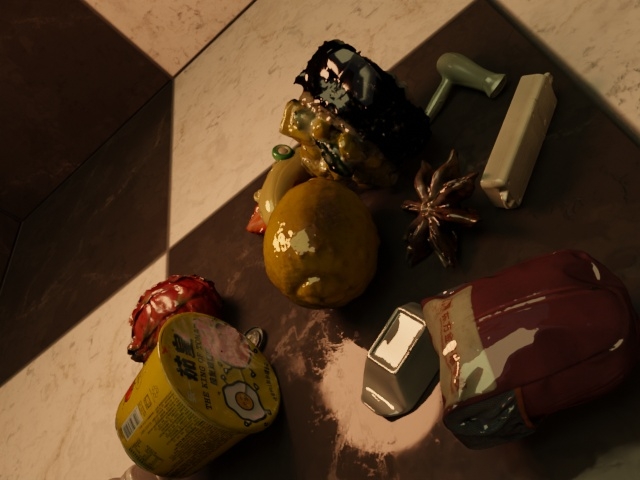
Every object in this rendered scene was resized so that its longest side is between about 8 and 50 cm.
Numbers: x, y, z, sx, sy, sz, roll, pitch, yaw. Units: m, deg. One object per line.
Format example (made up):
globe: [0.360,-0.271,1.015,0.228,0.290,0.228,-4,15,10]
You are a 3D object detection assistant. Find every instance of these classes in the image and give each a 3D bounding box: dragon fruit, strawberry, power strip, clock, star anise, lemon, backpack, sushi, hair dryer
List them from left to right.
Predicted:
dragon fruit: [-0.396,0.226,1.594,0.299,0.244,0.244,-48,36,-9]
clock: [-0.175,0.262,1.499,0.085,0.017,0.085,-27,43,29]
strawberry: [-0.144,-0.067,1.692,0.187,0.082,0.146,-33,35,32]
lemon: [0.000,0.006,1.329,0.285,0.285,0.316,-46,16,7]
sushi: [0.063,-0.276,1.399,0.328,0.328,0.285,39,92,13]
star anise: [0.249,-0.062,1.258,0.288,0.088,0.288,-37,45,48]
hair dryer: [0.327,-0.348,1.465,0.237,0.075,0.206,-53,43,11]
power strip: [0.420,-0.216,1.212,0.058,0.098,0.338,8,66,45]
backpack: [0.331,0.155,0.919,0.317,0.197,0.283,-28,41,21]

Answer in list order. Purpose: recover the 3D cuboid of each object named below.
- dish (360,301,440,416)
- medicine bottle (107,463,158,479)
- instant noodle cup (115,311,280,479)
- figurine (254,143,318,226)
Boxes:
dish: [0.154,0.229,1.148,0.154,0.064,0.234,26,81,52]
medicine bottle: [-0.493,0.651,1.407,0.215,0.135,0.135,-48,37,4]
instant noodle cup: [-0.290,0.363,1.316,0.254,0.325,0.325,-48,36,20]
figurine: [-0.051,-0.136,1.574,0.124,0.222,0.324,102,-173,-47]
